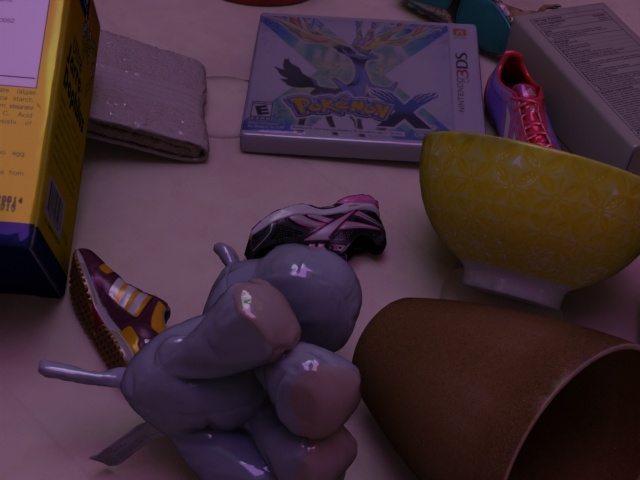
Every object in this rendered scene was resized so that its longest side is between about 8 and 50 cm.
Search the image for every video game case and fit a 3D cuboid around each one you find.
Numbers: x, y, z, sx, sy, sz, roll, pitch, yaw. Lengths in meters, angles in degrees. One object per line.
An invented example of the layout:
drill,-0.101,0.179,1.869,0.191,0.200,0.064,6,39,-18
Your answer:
video game case,0.064,-0.222,1.534,0.329,0.036,0.300,3,44,1

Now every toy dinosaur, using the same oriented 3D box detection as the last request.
toy dinosaur,0.325,-0.344,1.691,0.093,0.053,0.183,-12,47,-16

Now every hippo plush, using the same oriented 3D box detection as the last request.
hippo plush,-0.061,0.128,1.085,0.294,0.234,0.236,-21,14,29

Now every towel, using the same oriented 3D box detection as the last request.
towel,-0.280,-0.208,1.421,0.282,0.049,0.187,13,46,-21

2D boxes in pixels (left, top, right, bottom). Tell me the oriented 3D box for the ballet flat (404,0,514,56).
ballet flat,0.226,-0.365,1.685,0.241,0.091,0.077,39,32,25

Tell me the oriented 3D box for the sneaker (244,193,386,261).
sneaker,0.000,0.000,1.288,0.178,0.072,0.077,-16,59,-15

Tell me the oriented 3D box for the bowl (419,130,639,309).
bowl,0.237,-0.009,1.237,0.289,0.289,0.156,15,88,8

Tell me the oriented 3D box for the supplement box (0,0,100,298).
supplement box,-0.370,-0.135,1.195,0.194,0.195,0.356,5,72,-2

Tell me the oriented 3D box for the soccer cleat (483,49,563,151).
soccer cleat,0.280,-0.154,1.458,0.083,0.095,0.248,-4,44,-10

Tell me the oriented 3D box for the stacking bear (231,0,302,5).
stacking bear,-0.066,-0.527,1.665,0.164,0.289,0.175,13,44,7

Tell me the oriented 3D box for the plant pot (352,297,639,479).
plant pot,0.156,0.159,1.052,0.237,0.237,0.254,-28,37,-31

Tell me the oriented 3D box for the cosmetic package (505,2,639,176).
cosmetic package,0.398,-0.196,1.504,0.160,0.113,0.309,-12,46,-18

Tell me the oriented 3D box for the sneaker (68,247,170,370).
sneaker,-0.213,0.077,1.189,0.084,0.069,0.185,-13,52,-30
